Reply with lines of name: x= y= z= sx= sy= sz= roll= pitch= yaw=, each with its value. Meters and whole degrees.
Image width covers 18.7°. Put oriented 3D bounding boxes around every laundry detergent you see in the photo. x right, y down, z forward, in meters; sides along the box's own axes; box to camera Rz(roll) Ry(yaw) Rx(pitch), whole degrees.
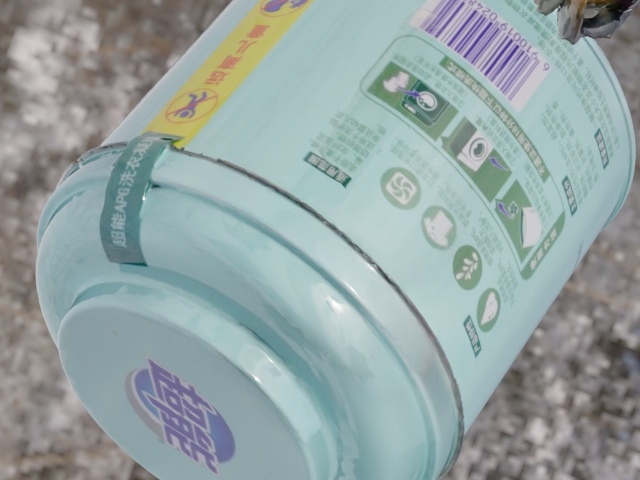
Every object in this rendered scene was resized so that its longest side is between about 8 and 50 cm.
laundry detergent: x=0.000 y=0.000 z=1.186 sx=0.305 sy=0.287 sz=0.287 roll=-52 pitch=-177 yaw=-33

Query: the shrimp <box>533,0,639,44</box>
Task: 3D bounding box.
shrimp: x=0.125 y=-0.103 z=0.531 sx=0.166 sy=0.049 sz=0.161 roll=-42 pitch=174 yaw=-2
